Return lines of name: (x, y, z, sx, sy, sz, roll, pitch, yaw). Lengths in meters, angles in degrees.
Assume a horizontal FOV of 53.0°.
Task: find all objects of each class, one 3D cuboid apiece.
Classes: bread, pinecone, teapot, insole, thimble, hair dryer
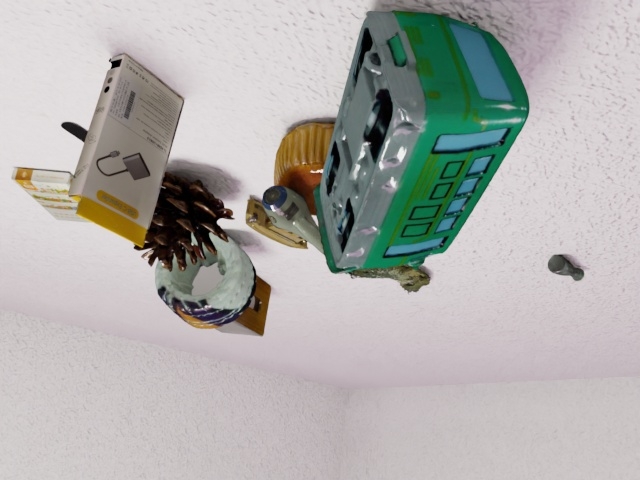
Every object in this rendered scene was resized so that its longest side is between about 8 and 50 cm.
bread: (0.013, -0.108, 1.069, 0.199, 0.104, 0.199, 6, 159, 2)
pinecone: (-0.275, -0.031, 1.247, 0.208, 0.207, 0.207, 6, 160, 2)
teapot: (0.561, 0.065, 1.457, 0.111, 0.042, 0.043, 19, 157, -40)
insole: (-0.410, -0.175, 1.168, 0.053, 0.002, 0.153, -4, 158, 26)
thimble: (-0.276, 0.085, 1.534, 0.238, 0.237, 0.150, 1, 154, 14)
hair dryer: (0.000, -0.001, 1.028, 0.199, 0.067, 0.167, 43, -178, 20)

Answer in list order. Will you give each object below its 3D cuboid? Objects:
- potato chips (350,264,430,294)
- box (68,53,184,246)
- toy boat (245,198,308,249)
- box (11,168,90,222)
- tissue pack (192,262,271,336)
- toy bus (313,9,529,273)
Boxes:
potato chips: (0.183, 0.089, 1.652, 0.220, 0.029, 0.202, 15, 155, -17)
box: (-0.274, -0.126, 0.911, 0.033, 0.247, 0.129, -2, 157, 31)
toy boat: (-0.086, -0.035, 1.365, 0.077, 0.057, 0.200, -17, 149, 38)
box: (-0.562, -0.092, 1.397, 0.122, 0.032, 0.220, 6, 160, 4)
tissue pack: (-0.257, 0.165, 1.812, 0.136, 0.159, 0.246, 1, 160, 21)
toy bus: (0.117, -0.111, 0.830, 0.200, 0.183, 0.343, -2, 146, -15)
